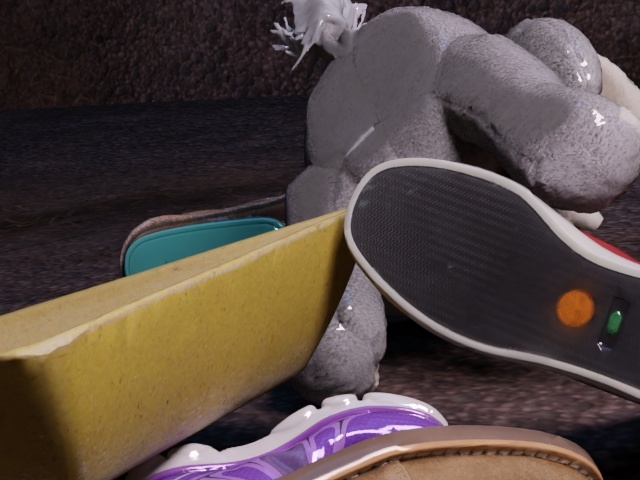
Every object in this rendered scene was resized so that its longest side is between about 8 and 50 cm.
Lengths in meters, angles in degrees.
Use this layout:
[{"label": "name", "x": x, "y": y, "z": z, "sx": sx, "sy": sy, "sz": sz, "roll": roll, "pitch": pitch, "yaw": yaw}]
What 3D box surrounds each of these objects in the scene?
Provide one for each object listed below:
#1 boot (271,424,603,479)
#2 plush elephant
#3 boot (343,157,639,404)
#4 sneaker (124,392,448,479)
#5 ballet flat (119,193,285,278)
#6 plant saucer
[{"label": "boot", "x": 0.004, "y": 0.150, "z": 0.745, "sx": 0.305, "sy": 0.112, "sz": 0.115, "roll": -7, "pitch": 39, "yaw": -32}, {"label": "plush elephant", "x": 0.110, "y": -0.028, "z": 1.299, "sx": 0.255, "sy": 0.272, "sz": 0.330, "roll": 31, "pitch": 22, "yaw": -39}, {"label": "boot", "x": 0.136, "y": 0.040, "z": 1.028, "sx": 0.244, "sy": 0.088, "sz": 0.176, "roll": 26, "pitch": -2, "yaw": 21}, {"label": "sneaker", "x": -0.012, "y": 0.129, "z": 0.937, "sx": 0.170, "sy": 0.068, "sz": 0.071, "roll": -17, "pitch": 26, "yaw": -11}, {"label": "ballet flat", "x": 0.000, "y": 0.000, "z": 1.516, "sx": 0.316, "sy": 0.107, "sz": 0.106, "roll": -2, "pitch": 3, "yaw": 11}, {"label": "plant saucer", "x": -0.166, "y": 0.087, "z": 0.999, "sx": 0.333, "sy": 0.081, "sz": 0.333, "roll": -17, "pitch": 4, "yaw": 29}]
